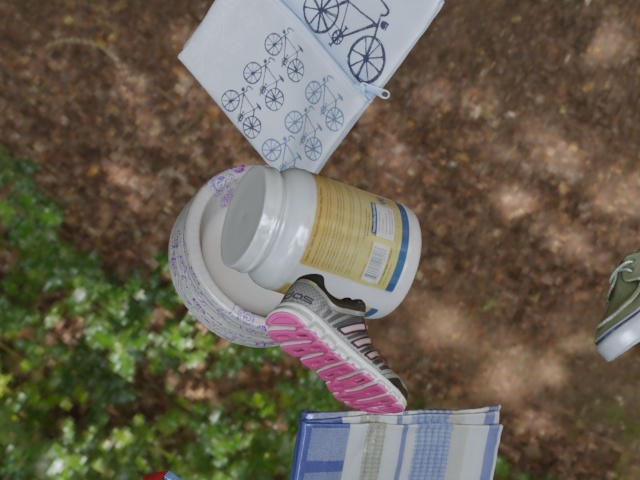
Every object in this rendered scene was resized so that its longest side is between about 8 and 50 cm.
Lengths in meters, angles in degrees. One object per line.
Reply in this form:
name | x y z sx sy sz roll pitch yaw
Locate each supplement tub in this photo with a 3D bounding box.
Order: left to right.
supplement tub | 0.000 0.000 1.312 0.200 0.144 0.144 18 155 -23

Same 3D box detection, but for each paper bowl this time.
paper bowl | -0.105 0.032 1.814 0.284 0.284 0.148 38 147 -10

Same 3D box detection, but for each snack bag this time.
snack bag | -0.022 -0.285 1.530 0.342 0.037 0.323 -51 61 24

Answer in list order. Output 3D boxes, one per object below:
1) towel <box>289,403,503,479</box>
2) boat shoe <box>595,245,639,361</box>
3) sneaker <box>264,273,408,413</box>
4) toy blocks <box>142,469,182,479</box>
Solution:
towel | 0.086 0.297 1.368 0.285 0.209 0.034 3 -168 -27
boat shoe | 0.450 0.063 1.590 0.094 0.302 0.109 48 136 6
sneaker | 0.025 0.090 1.016 0.063 0.075 0.170 -21 127 43
toy blocks | -0.219 0.496 1.796 0.261 0.191 0.381 39 147 -3
